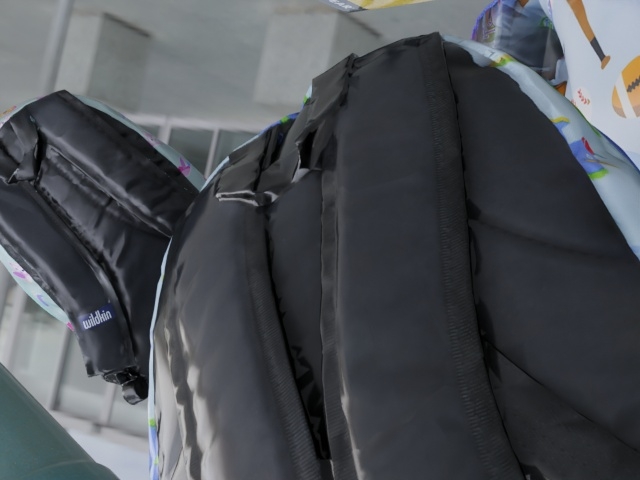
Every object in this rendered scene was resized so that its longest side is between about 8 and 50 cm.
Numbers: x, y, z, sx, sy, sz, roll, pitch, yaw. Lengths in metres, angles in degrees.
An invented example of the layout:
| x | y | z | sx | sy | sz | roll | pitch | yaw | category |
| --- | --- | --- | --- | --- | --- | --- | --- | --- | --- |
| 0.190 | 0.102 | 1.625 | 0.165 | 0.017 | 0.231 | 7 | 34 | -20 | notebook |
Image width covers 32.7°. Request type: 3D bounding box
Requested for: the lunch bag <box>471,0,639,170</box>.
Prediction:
| x | y | z | sx | sy | sz | roll | pitch | yaw | category |
| --- | --- | --- | --- | --- | --- | --- | --- | --- | --- |
| 0.324 | -0.092 | 0.790 | 0.328 | 0.239 | 0.385 | -1 | -158 | -19 | lunch bag |

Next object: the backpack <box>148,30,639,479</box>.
| x | y | z | sx | sy | sz | roll | pitch | yaw | category |
| --- | --- | --- | --- | --- | --- | --- | --- | --- | --- |
| 0.055 | 0.085 | 0.463 | 0.290 | 0.355 | 0.273 | -37 | 151 | 24 | backpack |

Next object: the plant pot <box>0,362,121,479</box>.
| x | y | z | sx | sy | sz | roll | pitch | yaw | category |
| --- | --- | --- | --- | --- | --- | --- | --- | --- | --- |
| -0.424 | 0.320 | 1.326 | 0.334 | 0.341 | 0.341 | 44 | -169 | 25 | plant pot |

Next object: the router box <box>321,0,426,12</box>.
| x | y | z | sx | sy | sz | roll | pitch | yaw | category |
| --- | --- | --- | --- | --- | --- | --- | --- | --- | --- |
| 0.026 | -0.335 | 1.165 | 0.243 | 0.081 | 0.309 | 2 | 174 | 43 | router box |

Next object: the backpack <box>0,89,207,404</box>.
| x | y | z | sx | sy | sz | roll | pitch | yaw | category |
| --- | --- | --- | --- | --- | --- | --- | --- | --- | --- |
| -0.139 | -0.008 | 0.685 | 0.182 | 0.152 | 0.115 | 44 | 164 | -17 | backpack |
